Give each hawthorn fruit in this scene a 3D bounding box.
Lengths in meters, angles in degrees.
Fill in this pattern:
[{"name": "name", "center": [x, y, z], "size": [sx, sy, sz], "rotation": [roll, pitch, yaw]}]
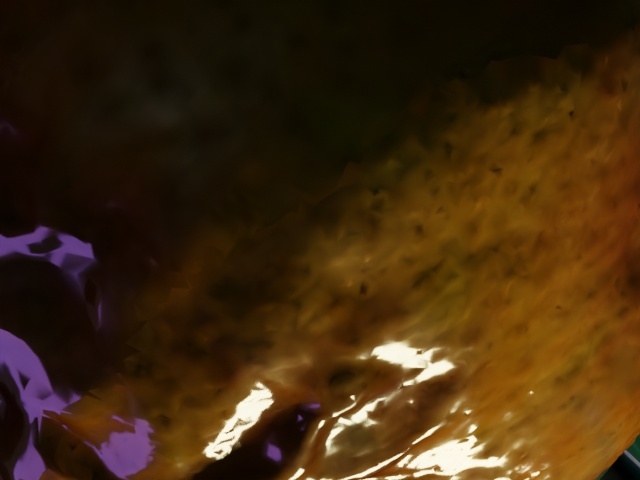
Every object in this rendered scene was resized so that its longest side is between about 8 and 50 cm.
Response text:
[{"name": "hawthorn fruit", "center": [-0.028, -0.020, 1.017], "size": [0.472, 0.471, 0.472], "rotation": [52, 173, 9]}]

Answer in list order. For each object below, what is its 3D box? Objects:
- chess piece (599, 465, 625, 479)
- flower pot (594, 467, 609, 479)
[{"name": "chess piece", "center": [0.289, 0.326, 1.801], "size": [0.300, 0.167, 0.167], "rotation": [53, 175, 39]}, {"name": "flower pot", "center": [0.088, 0.090, 1.577], "size": [0.267, 0.266, 0.266], "rotation": [61, 180, 39]}]
